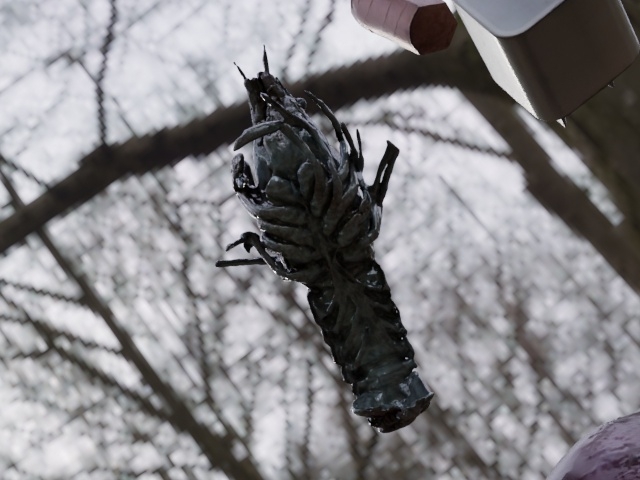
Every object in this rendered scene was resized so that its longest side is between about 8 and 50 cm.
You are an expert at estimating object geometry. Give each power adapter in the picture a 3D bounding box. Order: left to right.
[{"bbox_3d":[0.228,-0.193,1.867,0.130,0.125,0.205,-38,-42,-4],"label":"power adapter"}]

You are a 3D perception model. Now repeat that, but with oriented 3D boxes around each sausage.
[{"bbox_3d":[0.081,-0.248,2.070,0.065,0.169,0.065,-10,-67,-25],"label":"sausage"}]

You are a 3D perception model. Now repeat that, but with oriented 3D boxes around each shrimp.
[{"bbox_3d":[-0.001,-0.003,1.955,0.221,0.410,0.166,-23,4,5],"label":"shrimp"}]

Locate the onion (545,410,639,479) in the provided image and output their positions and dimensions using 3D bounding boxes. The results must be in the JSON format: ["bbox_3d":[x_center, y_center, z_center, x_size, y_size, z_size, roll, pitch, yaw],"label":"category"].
[{"bbox_3d":[0.307,0.299,1.762,0.260,0.336,0.281,2,-62,-12],"label":"onion"}]
